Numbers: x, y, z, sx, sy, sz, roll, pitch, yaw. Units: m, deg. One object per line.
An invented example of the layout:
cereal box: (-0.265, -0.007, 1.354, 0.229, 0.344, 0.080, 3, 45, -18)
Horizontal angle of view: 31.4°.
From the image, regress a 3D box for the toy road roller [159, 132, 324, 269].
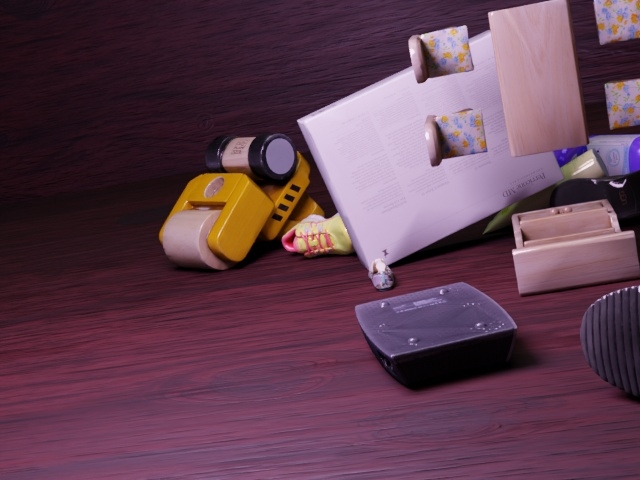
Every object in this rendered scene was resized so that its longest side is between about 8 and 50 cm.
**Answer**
toy road roller: (-0.138, -0.049, 2.288, 0.202, 0.240, 0.329, 3, 55, 50)

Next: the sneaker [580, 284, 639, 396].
sneaker: (0.431, 0.099, 1.138, 0.330, 0.122, 0.146, -4, -5, 36)

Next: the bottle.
bottle: (0.533, -0.142, 2.161, 0.092, 0.118, 0.283, -19, 14, -32)

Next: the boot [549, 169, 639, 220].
boot: (0.555, -0.079, 1.958, 0.229, 0.091, 0.263, -8, -1, -45)

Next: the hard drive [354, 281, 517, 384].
hard drive: (0.141, 0.114, 1.437, 0.172, 0.054, 0.254, -12, 11, -6)

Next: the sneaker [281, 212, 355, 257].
sneaker: (0.000, 0.000, 2.114, 0.094, 0.081, 0.208, -25, 10, -28)

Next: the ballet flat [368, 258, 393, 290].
ballet flat: (0.098, 0.050, 1.838, 0.041, 0.041, 0.114, -11, 11, -2)

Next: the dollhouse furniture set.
dollhouse furniture set: (0.339, -0.149, 1.677, 0.362, 0.394, 0.256, -9, 12, 9)

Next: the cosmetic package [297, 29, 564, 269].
cosmetic package: (0.189, -0.155, 1.949, 0.377, 0.284, 0.097, -25, 11, -5)

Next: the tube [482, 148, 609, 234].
tube: (0.398, -0.080, 2.044, 0.240, 0.062, 0.070, -32, -38, 23)
